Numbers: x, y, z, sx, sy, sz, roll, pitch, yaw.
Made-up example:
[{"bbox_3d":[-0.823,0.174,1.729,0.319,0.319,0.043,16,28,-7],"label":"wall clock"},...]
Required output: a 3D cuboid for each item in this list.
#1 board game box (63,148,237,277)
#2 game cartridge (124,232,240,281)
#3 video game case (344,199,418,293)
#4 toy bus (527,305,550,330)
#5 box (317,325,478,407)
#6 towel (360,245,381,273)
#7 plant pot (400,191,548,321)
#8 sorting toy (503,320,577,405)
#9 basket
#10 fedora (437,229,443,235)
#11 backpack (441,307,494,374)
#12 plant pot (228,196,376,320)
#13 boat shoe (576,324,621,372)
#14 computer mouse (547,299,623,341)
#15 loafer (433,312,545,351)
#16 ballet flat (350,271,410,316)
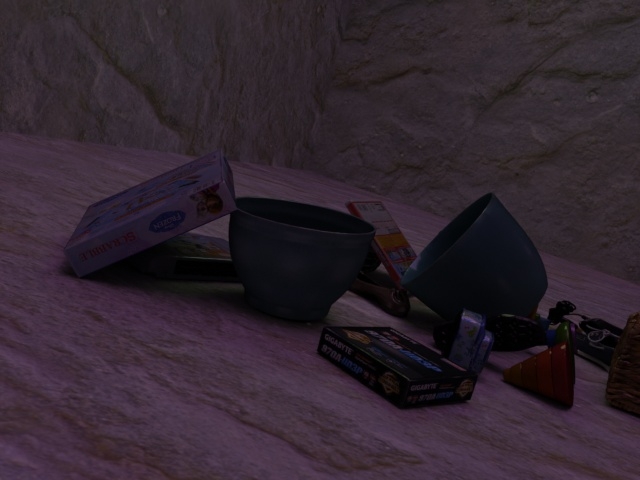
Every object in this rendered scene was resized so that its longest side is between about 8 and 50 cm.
[{"bbox_3d":[-0.325,-0.065,1.525,0.318,0.066,0.318,-23,19,0],"label":"board game box"},{"bbox_3d":[-0.284,0.032,1.659,0.297,0.062,0.198,5,19,-43],"label":"game cartridge"},{"bbox_3d":[0.188,0.012,2.037,0.285,0.025,0.204,58,24,13],"label":"video game case"},{"bbox_3d":[0.483,0.151,1.967,0.202,0.104,0.191,23,13,36],"label":"toy bus"},{"bbox_3d":[0.128,0.209,1.307,0.175,0.051,0.220,6,13,-41],"label":"box"},{"bbox_3d":[0.000,0.000,2.055,0.283,0.121,0.235,7,15,-44],"label":"towel"},{"bbox_3d":[0.364,0.077,1.727,0.235,0.293,0.293,45,11,-1],"label":"plant pot"},{"bbox_3d":[0.448,0.236,1.554,0.126,0.127,0.365,-6,5,21],"label":"sorting toy"},{"bbox_3d":[0.736,0.251,1.507,0.299,0.214,0.223,20,12,22],"label":"basket"},{"bbox_3d":[0.447,0.054,2.293,0.333,0.153,0.334,15,10,-3],"label":"fedora"},{"bbox_3d":[0.280,0.191,1.446,0.084,0.114,0.105,16,10,7],"label":"backpack"},{"bbox_3d":[-0.051,0.041,1.525,0.293,0.196,0.293,11,11,-2],"label":"plant pot"},{"bbox_3d":[0.660,0.250,1.772,0.095,0.079,0.254,9,11,-19],"label":"boat shoe"},{"bbox_3d":[0.688,0.241,1.926,0.262,0.060,0.184,27,-12,5],"label":"computer mouse"},{"bbox_3d":[0.338,0.185,1.538,0.223,0.076,0.078,-5,-6,26],"label":"loafer"},{"bbox_3d":[0.130,0.110,1.808,0.084,0.058,0.250,9,12,-33],"label":"ballet flat"}]
